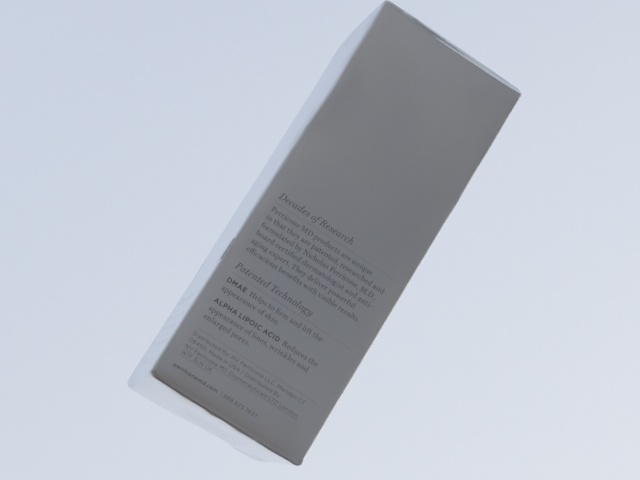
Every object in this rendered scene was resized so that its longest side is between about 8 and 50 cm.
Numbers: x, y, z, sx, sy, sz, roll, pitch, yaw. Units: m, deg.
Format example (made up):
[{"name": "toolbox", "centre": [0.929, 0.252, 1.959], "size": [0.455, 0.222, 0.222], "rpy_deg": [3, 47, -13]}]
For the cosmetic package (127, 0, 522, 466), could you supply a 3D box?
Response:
[{"name": "cosmetic package", "centre": [0.000, 0.000, 1.470], "size": [0.156, 0.217, 0.385], "rpy_deg": [32, -103, -7]}]
